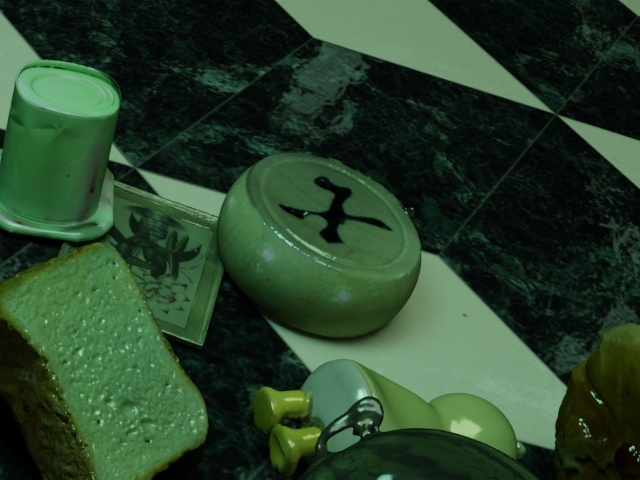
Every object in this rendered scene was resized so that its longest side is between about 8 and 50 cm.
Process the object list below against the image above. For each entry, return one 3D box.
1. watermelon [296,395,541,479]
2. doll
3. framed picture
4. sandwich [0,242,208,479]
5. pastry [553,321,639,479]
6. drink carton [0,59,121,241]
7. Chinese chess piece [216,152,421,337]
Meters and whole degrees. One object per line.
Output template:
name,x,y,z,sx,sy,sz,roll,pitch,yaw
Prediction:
watermelon,0.086,0.293,1.193,0.279,0.279,0.359,-20,74,-47
doll,0.077,0.190,1.521,0.296,0.117,0.141,19,24,-34
framed picture,-0.183,0.018,1.677,0.173,0.010,0.231,19,33,-7
sandwich,-0.203,0.119,1.388,0.186,0.065,0.215,-26,88,-54
pastry,0.313,0.202,1.521,0.120,0.236,0.257,-2,71,-33
drink carton,-0.273,-0.098,1.654,0.146,0.142,0.144,10,35,-14
Chinese chess piece,0.000,0.000,1.737,0.237,0.092,0.238,20,33,-13
